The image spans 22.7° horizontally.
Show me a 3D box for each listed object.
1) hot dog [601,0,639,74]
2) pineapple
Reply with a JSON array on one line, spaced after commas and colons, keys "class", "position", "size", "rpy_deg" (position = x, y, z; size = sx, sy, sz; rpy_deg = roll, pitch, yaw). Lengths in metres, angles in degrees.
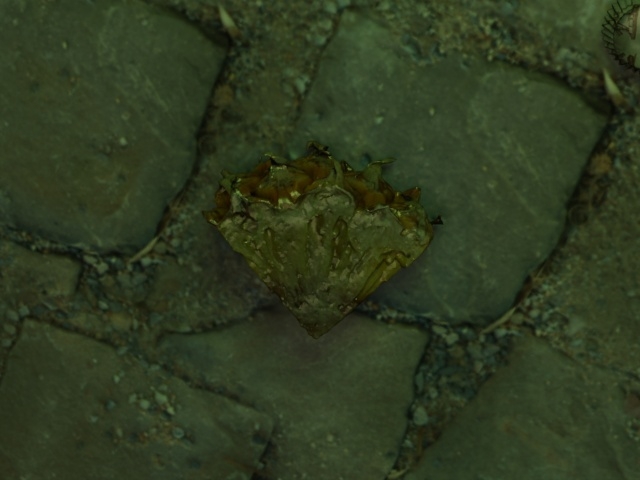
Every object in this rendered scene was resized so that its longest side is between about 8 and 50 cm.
[{"class": "hot dog", "position": [0.360, -0.195, 1.496], "size": [0.192, 0.053, 0.099], "rpy_deg": [1, 110, 16]}, {"class": "pineapple", "position": [0.000, 0.000, 1.626], "size": [0.236, 0.114, 0.186], "rpy_deg": [13, 113, 5]}]
